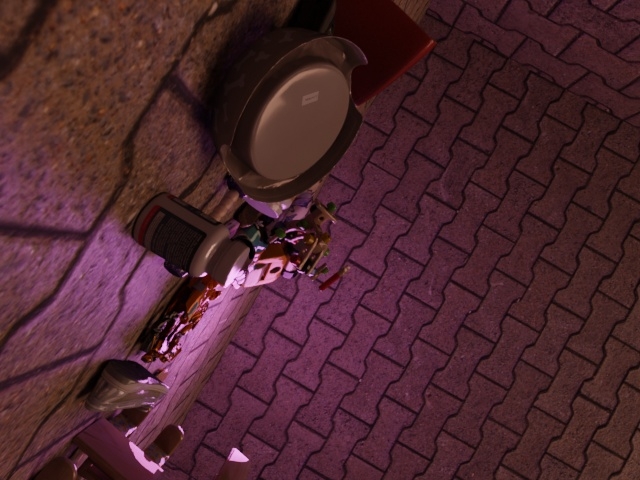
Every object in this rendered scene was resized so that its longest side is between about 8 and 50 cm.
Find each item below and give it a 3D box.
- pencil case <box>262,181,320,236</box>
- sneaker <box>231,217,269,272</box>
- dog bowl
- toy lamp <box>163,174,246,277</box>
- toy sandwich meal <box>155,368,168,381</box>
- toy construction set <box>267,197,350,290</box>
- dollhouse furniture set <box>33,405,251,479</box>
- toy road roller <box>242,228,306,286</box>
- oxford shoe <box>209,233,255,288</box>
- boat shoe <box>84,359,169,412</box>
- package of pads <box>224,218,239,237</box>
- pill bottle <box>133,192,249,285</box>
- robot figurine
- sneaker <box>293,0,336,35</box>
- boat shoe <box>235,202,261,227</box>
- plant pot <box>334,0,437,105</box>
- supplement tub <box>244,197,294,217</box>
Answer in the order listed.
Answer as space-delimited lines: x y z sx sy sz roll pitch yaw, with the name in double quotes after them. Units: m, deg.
-0.093 -0.188 1.520 0.183 0.160 0.410 -79 -166 -49 "pencil case"
-0.234 0.021 1.406 0.121 0.108 0.302 -35 167 -21 "sneaker"
-0.058 -0.242 0.790 0.349 0.102 0.348 -37 154 -21 "dog bowl"
-0.254 -0.036 0.921 0.274 0.080 0.080 -59 178 -27 "toy lamp"
-0.565 0.476 1.397 0.085 0.029 0.085 -52 167 -17 "toy sandwich meal"
0.000 0.000 1.443 0.237 0.308 0.257 -38 -163 7 "toy construction set"
-0.421 0.579 1.021 0.256 0.394 0.362 -50 177 1 "dollhouse furniture set"
-0.225 0.038 1.717 0.330 0.240 0.202 -12 148 -32 "toy road roller"
-0.242 0.057 1.176 0.133 0.130 0.364 -42 -175 -5 "oxford shoe"
-0.476 0.375 1.009 0.103 0.118 0.320 -53 172 -20 "boat shoe"
-0.275 -0.025 1.186 0.050 0.032 0.083 -57 179 29 "package of pads"
-0.225 0.003 0.720 0.107 0.180 0.108 -59 178 -4 "pill bottle"
-0.392 0.222 1.138 0.290 0.085 0.211 -59 177 -29 "robot figurine"
-0.032 -0.408 0.865 0.227 0.087 0.130 -65 172 -2 "sneaker"
-0.218 -0.099 1.284 0.060 0.064 0.178 -22 -158 38 "boat shoe"
0.121 -0.512 1.055 0.235 0.267 0.267 -47 -175 29 "plant pot"
-0.121 -0.179 1.151 0.199 0.144 0.144 -59 178 -13 "supplement tub"
